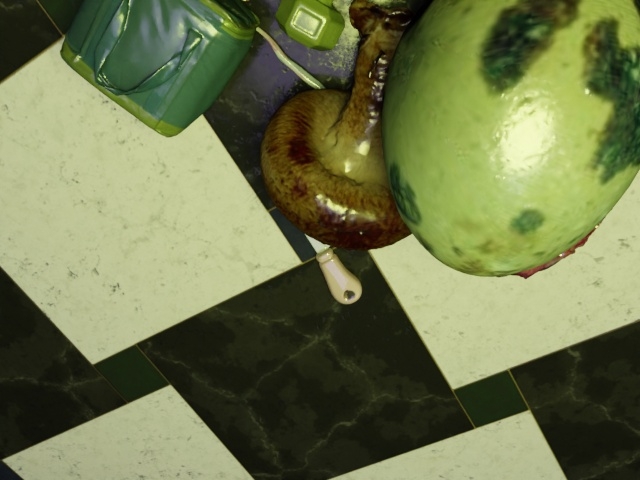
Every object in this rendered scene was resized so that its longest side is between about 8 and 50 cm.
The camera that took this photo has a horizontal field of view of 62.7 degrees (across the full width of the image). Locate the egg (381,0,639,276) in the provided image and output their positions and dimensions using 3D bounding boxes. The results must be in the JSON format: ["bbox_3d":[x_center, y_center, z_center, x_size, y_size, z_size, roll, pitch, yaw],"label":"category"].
[{"bbox_3d":[0.249,-0.163,0.699,0.345,0.345,0.428,20,93,-6],"label":"egg"}]

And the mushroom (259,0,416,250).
[{"bbox_3d":[0.090,-0.162,0.916,0.331,0.334,0.356,29,142,-22],"label":"mushroom"}]

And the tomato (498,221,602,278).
[{"bbox_3d":[0.398,-0.101,1.009,0.290,0.176,0.334,-10,117,-14],"label":"tomato"}]

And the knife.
[{"bbox_3d":[0.003,-0.001,1.157,0.081,0.043,0.336,-26,110,10],"label":"knife"}]

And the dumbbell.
[{"bbox_3d":[0.033,-0.473,0.877,0.121,0.108,0.302,27,115,-10],"label":"dumbbell"}]

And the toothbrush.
[{"bbox_3d":[-0.059,-0.342,0.998,0.269,0.021,0.027,35,126,-13],"label":"toothbrush"}]

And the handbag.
[{"bbox_3d":[-0.270,-0.349,0.898,0.263,0.222,0.241,39,112,-11],"label":"handbag"}]
